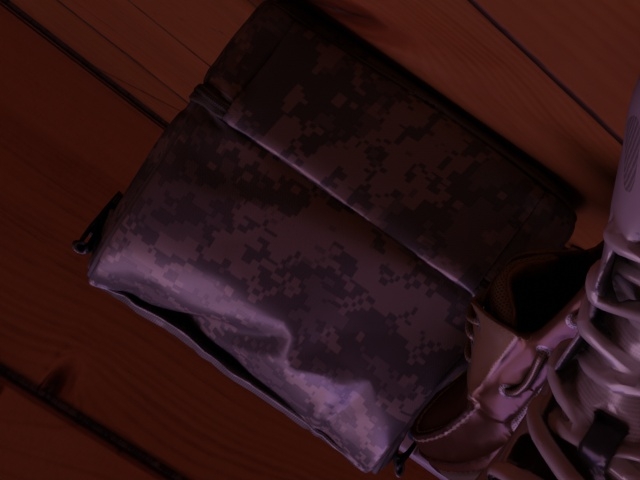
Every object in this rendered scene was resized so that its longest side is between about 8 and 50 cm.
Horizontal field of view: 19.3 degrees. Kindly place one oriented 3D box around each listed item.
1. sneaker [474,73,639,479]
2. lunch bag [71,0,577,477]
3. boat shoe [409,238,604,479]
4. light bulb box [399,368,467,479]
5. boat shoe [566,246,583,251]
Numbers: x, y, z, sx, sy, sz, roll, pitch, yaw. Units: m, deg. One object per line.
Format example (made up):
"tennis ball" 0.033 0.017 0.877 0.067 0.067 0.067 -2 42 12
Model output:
"sneaker" 0.161 0.066 0.789 0.169 0.257 0.447 34 176 18
"lunch bag" 0.000 0.000 1.421 0.305 0.256 0.212 36 176 0
"boat shoe" 0.156 0.057 1.211 0.120 0.122 0.324 43 140 -9
"light bulb box" 0.227 0.172 1.815 0.361 0.225 0.358 37 177 -18
"boat shoe" 0.275 0.095 1.596 0.219 0.070 0.078 36 176 -9
